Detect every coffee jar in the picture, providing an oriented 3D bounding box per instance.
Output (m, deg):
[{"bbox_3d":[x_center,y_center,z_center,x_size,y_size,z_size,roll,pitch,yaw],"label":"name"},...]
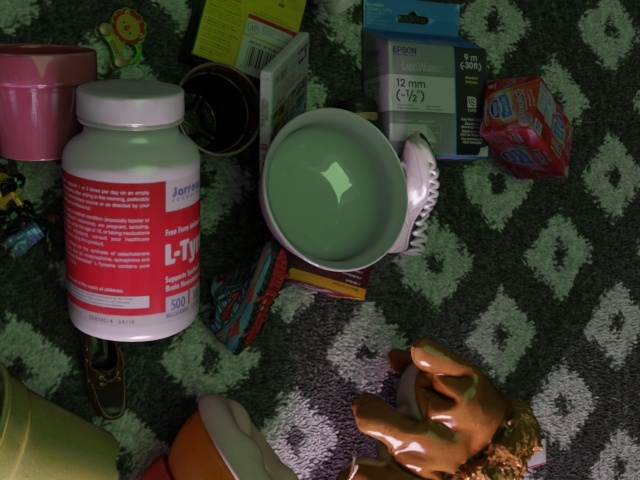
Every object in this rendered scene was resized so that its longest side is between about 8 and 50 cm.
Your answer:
[{"bbox_3d":[0.074,-0.199,1.922,0.079,0.096,0.184,-4,91,-29],"label":"coffee jar"}]

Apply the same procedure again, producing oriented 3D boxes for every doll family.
[{"bbox_3d":[-0.532,-0.057,1.627,0.111,0.076,0.193,-41,113,-26],"label":"doll family"}]

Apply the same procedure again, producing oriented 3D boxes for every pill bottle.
[{"bbox_3d":[-0.316,-0.055,1.587,0.229,0.229,0.407,-8,113,-27],"label":"pill bottle"},{"bbox_3d":[0.011,-0.509,1.812,0.078,0.078,0.137,-48,129,-19],"label":"pill bottle"}]

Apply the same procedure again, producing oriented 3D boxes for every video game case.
[{"bbox_3d":[-0.067,-0.258,1.766,0.227,0.026,0.206,-61,158,-56],"label":"video game case"}]

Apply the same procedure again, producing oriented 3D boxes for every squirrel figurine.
[{"bbox_3d":[0.228,0.439,1.861,0.397,0.281,0.370,30,76,-8],"label":"squirrel figurine"}]

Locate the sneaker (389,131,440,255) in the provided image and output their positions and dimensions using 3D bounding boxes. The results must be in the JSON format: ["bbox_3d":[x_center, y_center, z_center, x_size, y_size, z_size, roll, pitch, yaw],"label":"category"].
[{"bbox_3d":[0.166,-0.084,1.909,0.118,0.110,0.292,-5,128,-14],"label":"sneaker"}]

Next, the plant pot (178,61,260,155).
[{"bbox_3d":[-0.215,-0.227,1.731,0.167,0.165,0.166,2,86,-28],"label":"plant pot"}]

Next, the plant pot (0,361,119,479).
[{"bbox_3d":[-0.486,0.368,1.562,0.254,0.276,0.276,31,76,-36],"label":"plant pot"}]

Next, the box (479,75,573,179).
[{"bbox_3d":[0.449,-0.237,2.035,0.257,0.123,0.128,34,63,-54],"label":"box"}]

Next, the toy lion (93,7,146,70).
[{"bbox_3d":[-0.360,-0.375,1.737,0.096,0.034,0.100,-30,104,-32],"label":"toy lion"}]

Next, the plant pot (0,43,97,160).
[{"bbox_3d":[-0.479,-0.235,1.594,0.201,0.201,0.180,-5,107,-27],"label":"plant pot"}]

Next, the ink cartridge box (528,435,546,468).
[{"bbox_3d":[0.403,0.450,2.061,0.109,0.150,0.063,-8,98,-27],"label":"ink cartridge box"}]

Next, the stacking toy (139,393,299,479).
[{"bbox_3d":[-0.269,0.536,1.682,0.480,0.350,0.350,-36,107,-3],"label":"stacking toy"}]

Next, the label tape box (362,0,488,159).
[{"bbox_3d":[0.222,-0.344,1.989,0.249,0.115,0.347,-1,92,-27],"label":"label tape box"}]

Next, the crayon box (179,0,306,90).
[{"bbox_3d":[-0.131,-0.467,1.824,0.202,0.081,0.318,18,82,-26],"label":"crayon box"}]

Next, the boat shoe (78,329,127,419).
[{"bbox_3d":[-0.391,0.228,1.696,0.073,0.073,0.206,-17,99,-27],"label":"boat shoe"}]

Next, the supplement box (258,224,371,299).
[{"bbox_3d":[0.000,0.000,1.864,0.191,0.129,0.194,17,82,-26],"label":"supplement box"}]

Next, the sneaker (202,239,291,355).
[{"bbox_3d":[-0.150,0.093,1.743,0.125,0.261,0.104,35,31,12],"label":"sneaker"}]

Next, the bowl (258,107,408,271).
[{"bbox_3d":[0.001,-0.081,1.711,0.298,0.134,0.297,6,78,-29],"label":"bowl"}]
